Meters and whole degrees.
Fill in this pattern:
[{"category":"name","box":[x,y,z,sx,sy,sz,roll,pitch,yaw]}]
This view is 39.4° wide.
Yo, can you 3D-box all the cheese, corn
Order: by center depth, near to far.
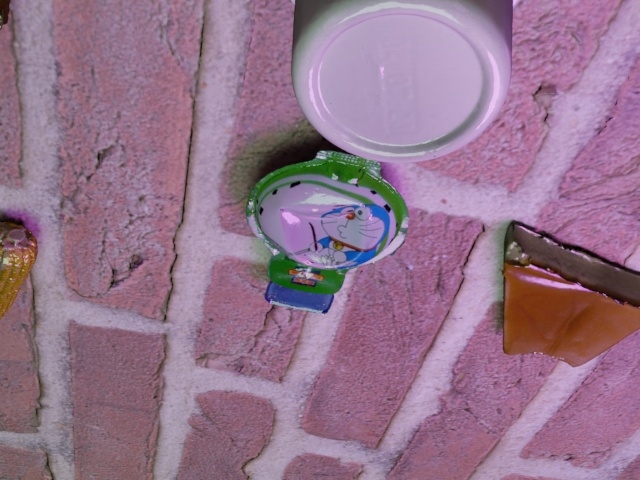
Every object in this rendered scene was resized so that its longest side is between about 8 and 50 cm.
[{"category":"cheese","box":[0.000,0.000,1.132,0.203,0.083,0.321,11,139,-7]},{"category":"corn","box":[-0.454,0.048,1.253,0.080,0.080,0.238,24,140,-21]}]

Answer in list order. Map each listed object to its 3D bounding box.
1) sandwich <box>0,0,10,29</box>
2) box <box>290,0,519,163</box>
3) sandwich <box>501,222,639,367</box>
[{"category":"sandwich","box":[-0.379,-0.271,0.841,0.212,0.109,0.292,11,138,4]},{"category":"box","box":[0.093,-0.204,0.779,0.291,0.206,0.262,-29,129,34]},{"category":"sandwich","box":[0.304,0.094,1.227,0.244,0.063,0.212,22,139,-16]}]
